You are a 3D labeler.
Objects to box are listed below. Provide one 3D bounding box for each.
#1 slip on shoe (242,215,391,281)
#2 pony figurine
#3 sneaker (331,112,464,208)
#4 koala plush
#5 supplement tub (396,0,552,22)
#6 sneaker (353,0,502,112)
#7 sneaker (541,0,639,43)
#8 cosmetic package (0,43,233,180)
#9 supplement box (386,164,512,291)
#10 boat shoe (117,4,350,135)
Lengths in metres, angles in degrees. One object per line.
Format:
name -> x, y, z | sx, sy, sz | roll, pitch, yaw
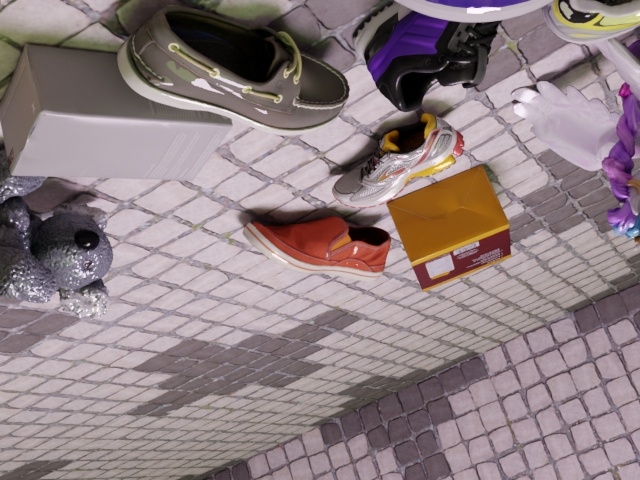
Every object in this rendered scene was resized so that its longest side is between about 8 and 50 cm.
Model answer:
slip on shoe -> 0.000, 0.000, 1.543 | 0.331, 0.123, 0.101 | 10, 111, -42
pony figurine -> 0.492, -0.191, 1.260 | 0.363, 0.351, 0.303 | -35, 164, -12
sneaker -> 0.108, -0.131, 1.367 | 0.225, 0.088, 0.093 | -31, 135, 24
koala plush -> -0.374, 0.009, 1.160 | 0.203, 0.196, 0.221 | -22, 161, 36
supplement tub -> 0.130, -0.353, 0.654 | 0.241, 0.241, 0.331 | -18, 157, -4
sneaker -> 0.173, -0.257, 1.026 | 0.102, 0.146, 0.293 | 3, 149, -43
sneaker -> 0.450, -0.340, 1.013 | 0.385, 0.145, 0.147 | -29, -173, 18
cosmetic package -> -0.239, -0.143, 1.015 | 0.238, 0.107, 0.127 | 3, 149, -37
supplement box -> 0.249, -0.018, 1.649 | 0.191, 0.129, 0.194 | -22, 157, 5
boat shoe -> -0.077, -0.197, 1.009 | 0.305, 0.109, 0.091 | 5, 152, -38
